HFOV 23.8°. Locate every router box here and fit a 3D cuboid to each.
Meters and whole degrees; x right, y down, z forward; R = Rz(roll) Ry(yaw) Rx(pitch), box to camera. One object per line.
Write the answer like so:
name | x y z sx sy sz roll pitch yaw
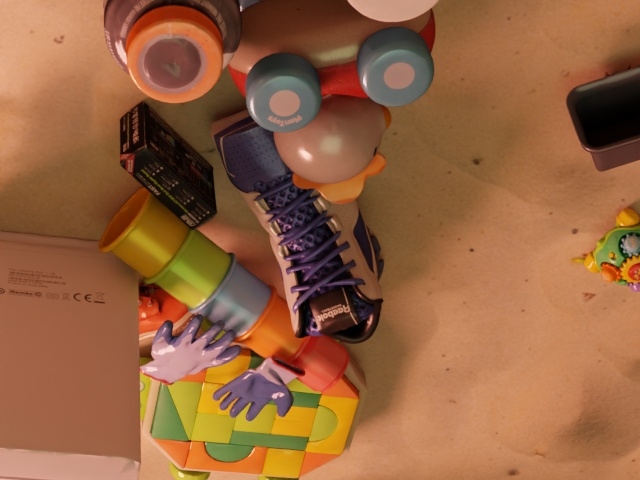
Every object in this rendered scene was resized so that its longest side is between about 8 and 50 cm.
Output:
router box | -0.166 -0.081 1.652 0.038 0.092 0.122 -34 123 18

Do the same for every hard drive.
hard drive | -0.310 0.115 1.616 0.233 0.353 0.047 6 125 -12

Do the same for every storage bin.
storage bin | 0.346 -0.137 1.688 0.135 0.098 0.091 -17 155 5

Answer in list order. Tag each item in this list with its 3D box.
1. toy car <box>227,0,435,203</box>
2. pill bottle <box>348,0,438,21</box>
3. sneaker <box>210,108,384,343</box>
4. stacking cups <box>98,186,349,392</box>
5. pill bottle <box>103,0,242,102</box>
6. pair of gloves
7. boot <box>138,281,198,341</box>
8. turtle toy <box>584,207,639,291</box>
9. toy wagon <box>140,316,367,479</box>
toy car | 0.024 -0.143 1.552 0.210 0.219 0.238 -13 128 2
pill bottle | 0.055 -0.304 1.427 0.131 0.229 0.131 -3 127 -5
sneaker | 0.000 0.001 1.680 0.127 0.182 0.315 -23 126 8
stacking cups | -0.106 0.068 1.742 0.316 0.096 0.096 40 113 -21
pill bottle | -0.142 -0.230 1.446 0.131 0.245 0.130 -4 128 -5
pair of gloves | -0.110 0.151 1.760 0.198 0.023 0.159 26 143 -19
boot | -0.207 0.073 1.787 0.158 0.059 0.084 -27 121 14
turtle toy | 0.387 0.025 1.821 0.130 0.066 0.095 19 122 -20
toy wagon | -0.123 0.200 1.885 0.345 0.068 0.267 6 125 -12
